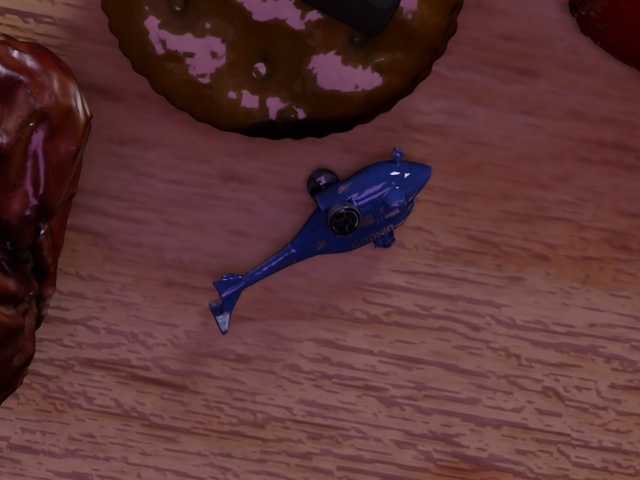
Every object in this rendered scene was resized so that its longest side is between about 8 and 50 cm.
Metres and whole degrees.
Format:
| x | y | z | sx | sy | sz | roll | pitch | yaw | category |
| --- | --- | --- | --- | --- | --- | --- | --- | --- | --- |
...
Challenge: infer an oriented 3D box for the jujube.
| x | y | z | sx | sy | sz | roll | pitch | yaw | category |
| --- | --- | --- | --- | --- | --- | --- | --- | --- | --- |
| -0.238 | -0.013 | 0.860 | 0.213 | 0.213 | 0.232 | 12 | 99 | -5 | jujube |

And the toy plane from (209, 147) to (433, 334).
| x | y | z | sx | sy | sz | roll | pitch | yaw | category |
| --- | --- | --- | --- | --- | --- | --- | --- | --- | --- |
| 0.000 | 0.000 | 0.961 | 0.167 | 0.054 | 0.062 | -31 | 125 | 1 | toy plane |

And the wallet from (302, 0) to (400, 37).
| x | y | z | sx | sy | sz | roll | pitch | yaw | category |
| --- | --- | --- | --- | --- | --- | --- | --- | --- | --- |
| -0.017 | -0.181 | 0.856 | 0.157 | 0.018 | 0.082 | 27 | 110 | -7 | wallet |

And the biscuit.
| x | y | z | sx | sy | sz | roll | pitch | yaw | category |
| --- | --- | --- | --- | --- | --- | --- | --- | --- | --- |
| -0.021 | -0.162 | 0.906 | 0.221 | 0.066 | 0.220 | 2 | 109 | 5 | biscuit |

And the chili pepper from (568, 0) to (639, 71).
| x | y | z | sx | sy | sz | roll | pitch | yaw | category |
| --- | --- | --- | --- | --- | --- | --- | --- | --- | --- |
| 0.338 | -0.088 | 0.939 | 0.388 | 0.110 | 0.110 | 21 | 97 | -1 | chili pepper |
